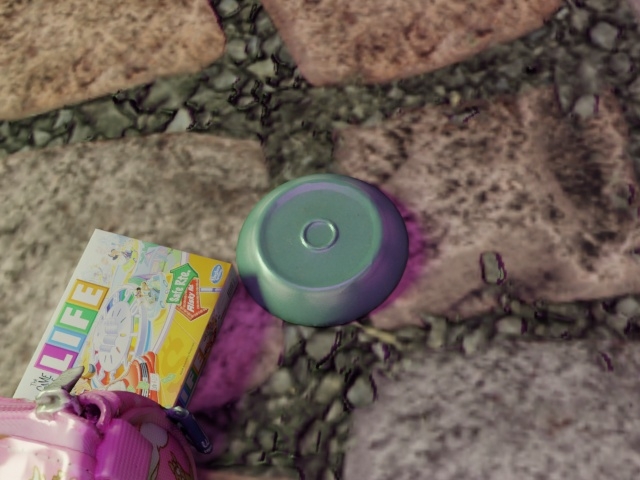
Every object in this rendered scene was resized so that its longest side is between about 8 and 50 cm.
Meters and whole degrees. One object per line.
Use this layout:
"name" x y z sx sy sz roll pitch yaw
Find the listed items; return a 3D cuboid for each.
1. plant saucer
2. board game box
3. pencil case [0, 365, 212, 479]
"plant saucer" 0.000 0.000 0.734 0.119 0.021 0.119 -3 60 5
"board game box" -0.129 0.074 0.705 0.103 0.026 0.154 13 64 14
"pencil case" -0.261 0.142 0.595 0.386 0.160 0.167 3 74 14
